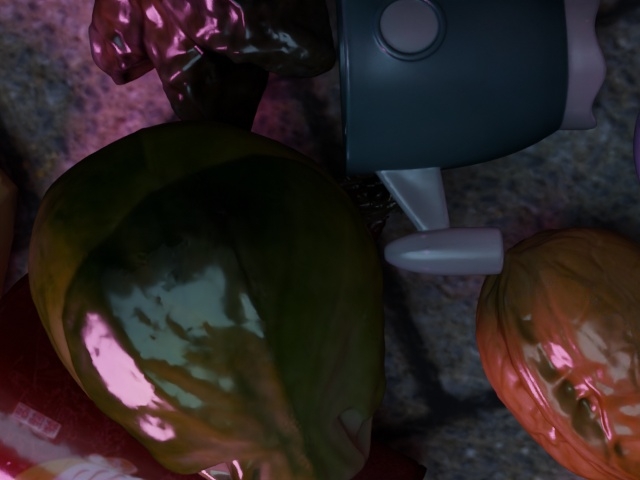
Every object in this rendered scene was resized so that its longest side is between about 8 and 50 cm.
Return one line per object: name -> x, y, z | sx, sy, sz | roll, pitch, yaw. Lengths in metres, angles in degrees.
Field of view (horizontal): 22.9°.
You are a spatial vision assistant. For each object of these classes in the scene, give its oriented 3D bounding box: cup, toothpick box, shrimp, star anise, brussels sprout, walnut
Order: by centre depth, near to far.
brussels sprout -> -0.064, 0.046, 1.049 | 0.219, 0.210, 0.271 | -29, 88, -10
cup -> 0.098, -0.125, 1.068 | 0.173, 0.167, 0.300 | -3, 82, -1
star anise -> -0.102, -0.212, 1.076 | 0.315, 0.108, 0.315 | 32, 143, 28
walnut -> 0.199, 0.081, 1.105 | 0.159, 0.159, 0.207 | -38, 99, 22
toothpick box -> -0.111, 0.182, 1.192 | 0.333, 0.204, 0.204 | 28, 112, 6
shrimp -> 0.000, 0.000, 1.195 | 0.190, 0.042, 0.101 | -33, 116, 21

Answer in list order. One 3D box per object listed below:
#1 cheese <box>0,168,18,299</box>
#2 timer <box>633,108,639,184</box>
cheese -> -0.398, -0.003, 1.253 | 0.315, 0.128, 0.260 | 23, 113, 9
timer -> 0.316, -0.036, 1.057 | 0.175, 0.175, 0.255 | -34, 125, 22
